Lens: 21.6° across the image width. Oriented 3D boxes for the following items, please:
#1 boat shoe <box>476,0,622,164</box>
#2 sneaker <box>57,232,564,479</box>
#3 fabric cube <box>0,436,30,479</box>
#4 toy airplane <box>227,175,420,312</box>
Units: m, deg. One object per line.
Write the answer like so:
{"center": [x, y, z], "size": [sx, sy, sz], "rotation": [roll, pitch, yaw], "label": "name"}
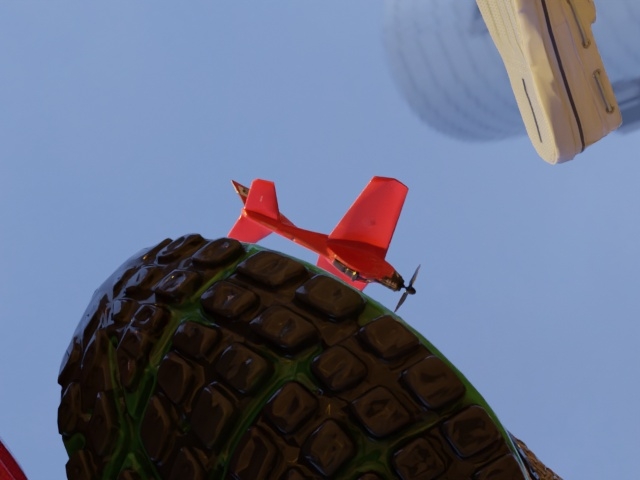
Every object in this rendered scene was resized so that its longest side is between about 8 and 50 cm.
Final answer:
{"center": [0.174, -0.171, 1.299], "size": [0.076, 0.083, 0.226], "rotation": [-26, -60, -11], "label": "boat shoe"}
{"center": [0.047, 0.130, 0.605], "size": [0.343, 0.146, 0.134], "rotation": [41, -89, 5], "label": "sneaker"}
{"center": [-0.253, 0.060, 0.506], "size": [0.254, 0.259, 0.258], "rotation": [-38, -86, -13], "label": "fabric cube"}
{"center": [0.000, 0.000, 1.163], "size": [0.151, 0.151, 0.028], "rotation": [51, -141, -17], "label": "toy airplane"}
